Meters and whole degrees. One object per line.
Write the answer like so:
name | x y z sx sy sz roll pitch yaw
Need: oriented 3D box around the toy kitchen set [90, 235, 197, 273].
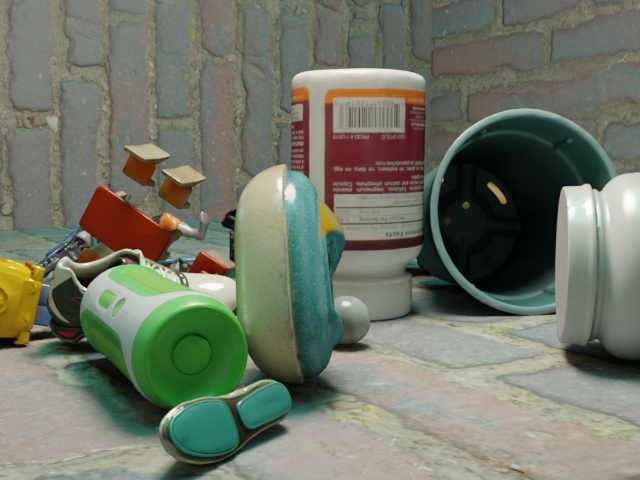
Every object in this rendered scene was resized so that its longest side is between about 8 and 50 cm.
toy kitchen set | -0.305 0.046 1.434 0.207 0.122 0.166 -3 7 -22

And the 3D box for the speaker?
speaker | -0.188 0.102 0.894 0.131 0.131 0.296 -3 7 -28

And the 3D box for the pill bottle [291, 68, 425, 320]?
pill bottle | 0.062 -0.076 1.307 0.224 0.392 0.224 1 6 0

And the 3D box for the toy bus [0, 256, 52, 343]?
toy bus | -0.466 0.076 1.141 0.211 0.150 0.220 12 -3 -28

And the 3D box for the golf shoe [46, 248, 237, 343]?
golf shoe | -0.234 0.074 1.083 0.272 0.120 0.105 -5 41 -21

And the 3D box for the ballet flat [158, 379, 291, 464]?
ballet flat | -0.089 0.166 0.701 0.052 0.057 0.168 -29 -15 32

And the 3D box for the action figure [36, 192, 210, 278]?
action figure | -0.446 0.033 1.690 0.330 0.179 0.341 -4 30 33

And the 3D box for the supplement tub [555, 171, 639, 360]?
supplement tub | 0.472 0.035 0.979 0.331 0.241 0.241 1 6 13

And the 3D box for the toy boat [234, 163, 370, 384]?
toy boat | -0.015 0.057 0.964 0.148 0.268 0.318 -6 -26 2

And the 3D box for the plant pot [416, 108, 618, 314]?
plant pot | 0.320 -0.042 1.453 0.341 0.341 0.334 -1 -2 -9

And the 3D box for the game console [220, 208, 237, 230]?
game console | 0.000 0.000 1.763 0.386 0.060 0.342 19 14 9

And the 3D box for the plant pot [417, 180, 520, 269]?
plant pot | 0.370 -0.018 1.730 0.254 0.237 0.237 17 12 21

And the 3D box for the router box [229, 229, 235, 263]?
router box | -0.169 0.024 1.791 0.038 0.092 0.122 -3 7 -28

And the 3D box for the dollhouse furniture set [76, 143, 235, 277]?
dollhouse furniture set | -0.274 0.012 1.267 0.259 0.262 0.135 33 15 9
